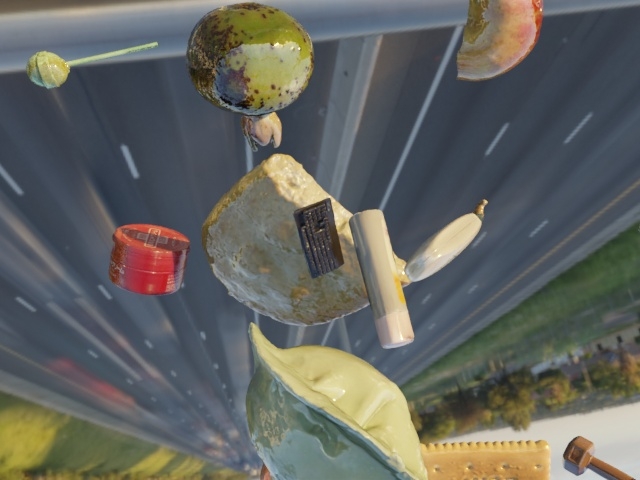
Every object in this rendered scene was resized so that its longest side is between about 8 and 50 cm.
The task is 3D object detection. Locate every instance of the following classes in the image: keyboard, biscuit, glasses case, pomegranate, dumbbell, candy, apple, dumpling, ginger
[{"bbox_3d":[0.001,0.001,1.168,0.074,0.015,0.197,-19,140,-5],"label":"keyboard"},{"bbox_3d":[0.293,0.439,1.160,0.249,0.160,0.030,-3,-161,5],"label":"biscuit"},{"bbox_3d":[-0.080,0.036,1.493,0.446,0.104,0.429,-29,116,35],"label":"biscuit"},{"bbox_3d":[0.196,0.009,1.006,0.197,0.049,0.076,-30,166,-50],"label":"glasses case"},{"bbox_3d":[-0.157,-0.362,1.453,0.284,0.285,0.341,-10,124,-9],"label":"pomegranate"},{"bbox_3d":[0.688,0.550,1.486,0.230,0.092,0.082,25,176,36],"label":"dumbbell"},{"bbox_3d":[-0.352,-0.282,0.986,0.202,0.061,0.061,-17,162,-11],"label":"candy"},{"bbox_3d":[0.402,-0.491,1.388,0.163,0.293,0.251,13,-154,15],"label":"apple"},{"bbox_3d":[0.020,0.279,0.903,0.320,0.212,0.270,17,-164,-9],"label":"dumpling"},{"bbox_3d":[0.495,-0.084,1.993,0.030,0.048,0.097,25,105,-43],"label":"ginger"}]

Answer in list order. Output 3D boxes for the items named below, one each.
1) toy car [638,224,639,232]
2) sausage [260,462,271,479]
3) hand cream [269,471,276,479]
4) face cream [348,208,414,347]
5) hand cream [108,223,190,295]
[{"bbox_3d":[0.649,-0.015,1.238,0.041,0.093,0.025,-19,118,22],"label":"toy car"},{"bbox_3d":[0.002,0.533,1.771,0.433,0.088,0.088,-34,166,-17],"label":"sausage"},{"bbox_3d":[-0.095,0.432,1.486,0.070,0.313,0.111,-9,174,18],"label":"hand cream"},{"bbox_3d":[0.120,0.078,1.252,0.073,0.270,0.107,-16,164,12],"label":"face cream"},{"bbox_3d":[-0.430,0.046,1.594,0.193,0.126,0.193,12,-164,-4],"label":"hand cream"}]
